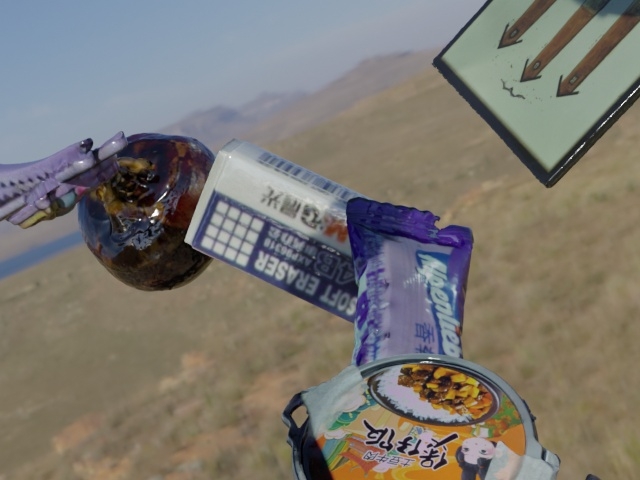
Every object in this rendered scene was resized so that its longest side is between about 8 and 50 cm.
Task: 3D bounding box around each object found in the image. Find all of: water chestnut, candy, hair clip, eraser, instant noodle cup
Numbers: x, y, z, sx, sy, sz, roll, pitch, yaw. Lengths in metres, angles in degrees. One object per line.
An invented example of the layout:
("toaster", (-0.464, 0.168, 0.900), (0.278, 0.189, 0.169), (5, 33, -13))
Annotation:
("water chestnut", (-0.229, -0.052, 1.729), (0.223, 0.224, 0.238), (-19, -35, 25))
("candy", (0.087, 0.079, 1.283), (0.145, 0.275, 0.070), (13, -36, -13))
("hair clip", (-0.304, -0.062, 1.392), (0.278, 0.090, 0.137), (-3, 22, 41))
("eraser", (0.000, 0.000, 1.426), (0.081, 0.279, 0.124), (-54, -12, -71))
("instant noodle cup", (0.074, 0.190, 0.952), (0.208, 0.126, 0.177), (27, 51, 38))

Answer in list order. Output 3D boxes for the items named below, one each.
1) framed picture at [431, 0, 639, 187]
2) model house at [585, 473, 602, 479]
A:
("framed picture", (0.247, -0.218, 1.062), (0.324, 0.013, 0.244), (-47, 35, 12))
("model house", (0.190, 0.265, 1.086), (0.148, 0.119, 0.148), (-16, -36, -10))
